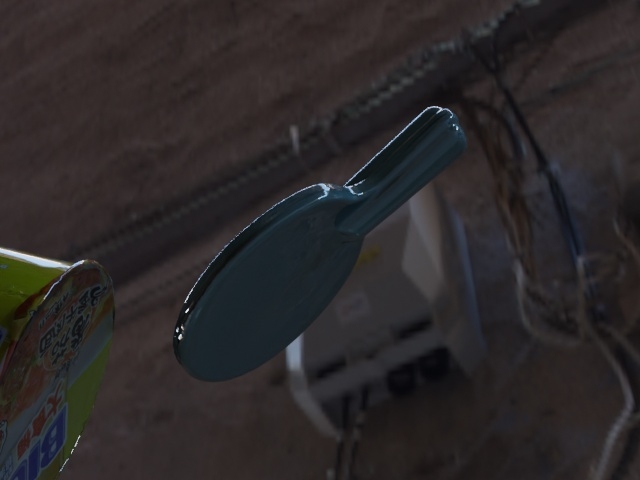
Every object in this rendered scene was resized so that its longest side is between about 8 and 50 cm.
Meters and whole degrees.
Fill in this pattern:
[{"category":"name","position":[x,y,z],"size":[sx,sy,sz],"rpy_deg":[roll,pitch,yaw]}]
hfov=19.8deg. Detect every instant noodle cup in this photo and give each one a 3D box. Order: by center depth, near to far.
[{"category":"instant noodle cup","position":[-0.256,0.083,1.324],"size":[0.153,0.205,0.205],"rpy_deg":[21,-58,15]}]

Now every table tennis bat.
[{"category":"table tennis bat","position":[0.000,0.000,1.160],"size":[0.237,0.038,0.149],"rpy_deg":[-42,-26,-9]}]
